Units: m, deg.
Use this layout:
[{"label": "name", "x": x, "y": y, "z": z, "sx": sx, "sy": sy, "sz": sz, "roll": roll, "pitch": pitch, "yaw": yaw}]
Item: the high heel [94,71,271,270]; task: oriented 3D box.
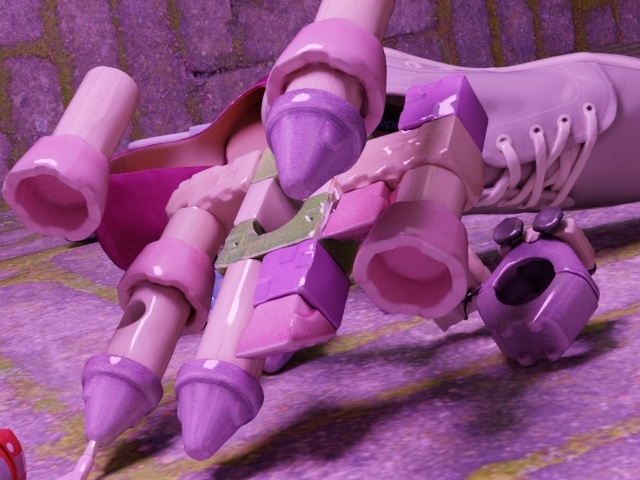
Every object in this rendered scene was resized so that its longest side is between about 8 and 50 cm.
[{"label": "high heel", "x": -0.083, "y": -0.105, "z": 1.118, "sx": 0.127, "sy": 0.181, "sz": 0.377, "roll": 6, "pitch": 47, "yaw": 24}]

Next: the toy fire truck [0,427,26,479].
[{"label": "toy fire truck", "x": -0.277, "y": 0.159, "z": 0.668, "sx": 0.192, "sy": 0.047, "sz": 0.135, "roll": -9, "pitch": 11, "yaw": 5}]

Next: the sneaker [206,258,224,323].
[{"label": "sneaker", "x": -0.040, "y": 0.024, "z": 1.077, "sx": 0.063, "sy": 0.073, "sz": 0.162, "roll": 0, "pitch": 15, "yaw": 45}]

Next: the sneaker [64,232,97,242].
[{"label": "sneaker", "x": -0.280, "y": -0.041, "z": 1.680, "sx": 0.188, "sy": 0.067, "sz": 0.078, "roll": -12, "pitch": 4, "yaw": -25}]

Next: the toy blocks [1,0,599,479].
[{"label": "toy blocks", "x": -0.017, "y": 0.038, "z": 0.744, "sx": 0.288, "sy": 0.309, "sz": 0.260, "roll": -17, "pitch": 38, "yaw": 32}]

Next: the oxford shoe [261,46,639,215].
[{"label": "oxford shoe", "x": 0.171, "y": -0.081, "z": 1.041, "sx": 0.449, "sy": 0.169, "sz": 0.130, "roll": 3, "pitch": 32, "yaw": -18}]

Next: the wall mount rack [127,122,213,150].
[{"label": "wall mount rack", "x": -0.052, "y": -0.077, "z": 1.298, "sx": 0.350, "sy": 0.131, "sz": 0.304, "roll": -9, "pitch": 4, "yaw": 11}]
